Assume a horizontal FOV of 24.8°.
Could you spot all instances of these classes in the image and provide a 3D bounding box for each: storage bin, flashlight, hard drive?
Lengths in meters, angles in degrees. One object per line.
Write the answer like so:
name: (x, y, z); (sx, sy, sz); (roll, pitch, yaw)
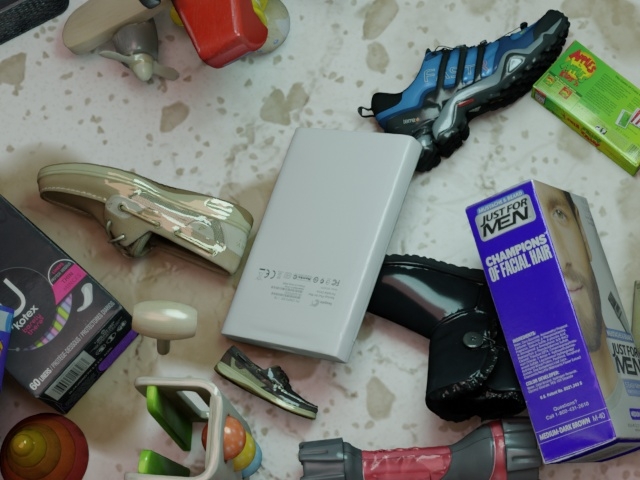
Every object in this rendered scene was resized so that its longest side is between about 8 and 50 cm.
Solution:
storage bin: (-0.468, -0.360, 2.096); (0.180, 0.084, 0.122); (-27, 73, -5)
flashlight: (0.125, 0.280, 1.845); (0.304, 0.103, 0.103); (-3, 91, 0)
hard drive: (0.000, 0.000, 1.928); (0.203, 0.040, 0.307); (8, 71, 39)

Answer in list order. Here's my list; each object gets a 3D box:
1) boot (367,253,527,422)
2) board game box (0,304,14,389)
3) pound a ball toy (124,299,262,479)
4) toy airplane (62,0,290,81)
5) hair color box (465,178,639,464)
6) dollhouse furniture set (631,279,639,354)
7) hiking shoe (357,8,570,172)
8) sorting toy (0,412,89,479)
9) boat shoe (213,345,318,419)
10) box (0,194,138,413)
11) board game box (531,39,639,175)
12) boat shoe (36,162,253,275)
boot: (0.146, 0.126, 1.859); (0.247, 0.094, 0.207); (8, 45, 1)
board game box: (-0.575, 0.177, 1.825); (0.347, 0.078, 0.233); (5, 82, 12)
pound a ball toy: (-0.146, 0.209, 1.778); (0.136, 0.319, 0.208); (3, 73, 5)
toy airplane: (-0.138, -0.379, 2.012); (0.386, 0.272, 0.384); (11, 58, 45)
hair color box: (0.310, 0.105, 1.833); (0.110, 0.185, 0.338); (-26, 71, 27)
dollhouse furniture set: (0.546, 0.110, 1.873); (0.242, 0.161, 0.212); (12, 74, -15)
hiking shoe: (0.204, -0.233, 1.989); (0.304, 0.113, 0.132); (-38, 75, -7)
sorting toy: (-0.317, 0.376, 1.844); (0.127, 0.126, 0.365); (-26, 73, -4)
boat shoe: (-0.067, 0.186, 1.916); (0.152, 0.056, 0.049); (26, 82, 12)
box: (-0.395, 0.076, 1.929); (0.270, 0.143, 0.165); (40, 81, 14)
board game box: (0.388, -0.182, 1.996); (0.181, 0.043, 0.092); (40, 80, 14)
boat shoe: (-0.247, -0.027, 1.971); (0.302, 0.109, 0.098); (15, 74, 3)
